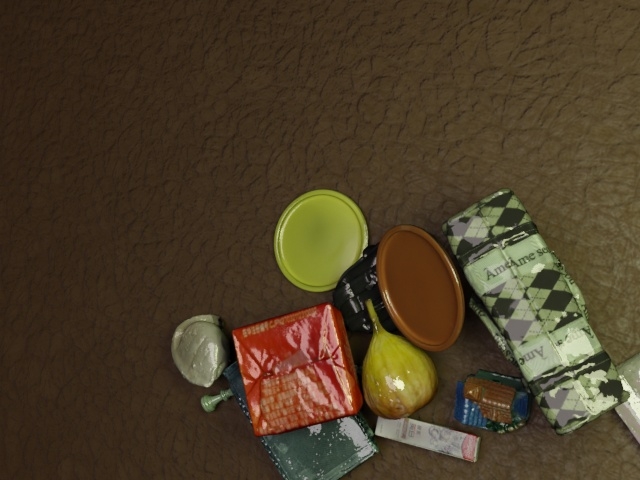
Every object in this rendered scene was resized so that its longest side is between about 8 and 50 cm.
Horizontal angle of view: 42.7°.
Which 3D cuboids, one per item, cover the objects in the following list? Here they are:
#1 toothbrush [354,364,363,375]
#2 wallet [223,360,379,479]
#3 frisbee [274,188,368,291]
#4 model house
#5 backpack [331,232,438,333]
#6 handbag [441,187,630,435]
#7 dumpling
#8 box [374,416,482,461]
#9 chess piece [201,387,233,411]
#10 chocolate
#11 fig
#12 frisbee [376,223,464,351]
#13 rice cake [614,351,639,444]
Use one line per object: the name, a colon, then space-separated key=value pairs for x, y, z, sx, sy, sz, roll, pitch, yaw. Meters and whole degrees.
toothbrush: x=-0.016 y=0.262 z=1.822 sx=0.263 sy=0.026 sz=0.022 roll=11 pitch=79 yaw=26
wallet: x=-0.043 y=0.368 z=1.789 sx=0.237 sy=0.075 sz=0.342 roll=-40 pitch=72 yaw=20
frisbee: x=0.000 y=0.000 z=1.852 sx=0.236 sy=0.017 sz=0.236 roll=-3 pitch=83 yaw=26
model house: x=0.321 y=0.319 z=1.587 sx=0.148 sy=0.149 sz=0.119 roll=11 pitch=89 yaw=28
backpack: x=0.142 y=0.099 z=1.720 sx=0.258 sy=0.133 sz=0.206 roll=-36 pitch=67 yaw=25
handbag: x=0.384 y=0.147 z=1.491 sx=0.180 sy=0.317 sz=0.416 roll=-27 pitch=69 yaw=6
dumpling: x=-0.278 y=0.258 z=1.910 sx=0.150 sy=0.092 sz=0.176 roll=-17 pitch=77 yaw=22
box: x=0.221 y=0.401 z=1.684 sx=0.218 sy=0.039 sz=0.055 roll=9 pitch=86 yaw=26
chess piece: x=-0.230 y=0.364 z=1.906 sx=0.093 sy=0.042 sz=0.042 roll=-27 pitch=73 yaw=15
chocolate: x=-0.041 y=0.267 z=1.702 sx=0.237 sy=0.108 sz=0.234 roll=-19 pitch=79 yaw=22
fig: x=0.137 y=0.236 z=1.654 sx=0.159 sy=0.159 sz=0.257 roll=-17 pitch=98 yaw=23
frisbee: x=0.185 y=0.089 z=1.537 sx=0.251 sy=0.021 sz=0.250 roll=32 pitch=130 yaw=49
rice cake: x=0.631 y=0.355 z=1.488 sx=0.106 sy=0.050 sz=0.298 roll=-38 pitch=70 yaw=17
